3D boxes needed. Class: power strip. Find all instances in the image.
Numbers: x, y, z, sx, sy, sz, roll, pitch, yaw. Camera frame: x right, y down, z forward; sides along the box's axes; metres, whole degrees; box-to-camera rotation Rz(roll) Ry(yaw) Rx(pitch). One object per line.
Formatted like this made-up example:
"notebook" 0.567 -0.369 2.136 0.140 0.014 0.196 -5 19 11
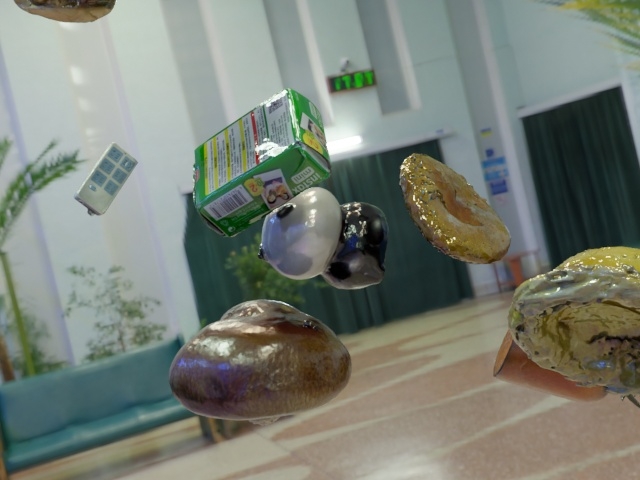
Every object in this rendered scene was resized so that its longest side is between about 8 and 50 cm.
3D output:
"power strip" -0.516 -0.147 1.954 0.035 0.081 0.192 -18 39 48

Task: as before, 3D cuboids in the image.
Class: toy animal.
"toy animal" 0.002 -0.004 1.575 0.235 0.187 0.165 13 28 -19

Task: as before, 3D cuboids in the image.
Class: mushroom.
"mushroom" -0.104 0.255 1.512 0.345 0.260 0.345 -5 12 1

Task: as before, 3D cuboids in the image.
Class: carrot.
"carrot" 0.525 0.231 1.696 0.331 0.214 0.193 15 53 25

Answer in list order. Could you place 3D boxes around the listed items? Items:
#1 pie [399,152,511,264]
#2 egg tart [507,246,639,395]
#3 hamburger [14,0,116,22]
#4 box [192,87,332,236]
"pie" 0.240 -0.057 1.476 0.069 0.273 0.273 -50 -17 26
"egg tart" 0.374 0.095 1.036 0.288 0.119 0.288 13 -28 7
"hamburger" -0.510 -0.556 1.665 0.244 0.244 0.163 -14 -33 -35
"box" -0.105 -0.135 1.420 0.250 0.180 0.103 -29 -46 21
